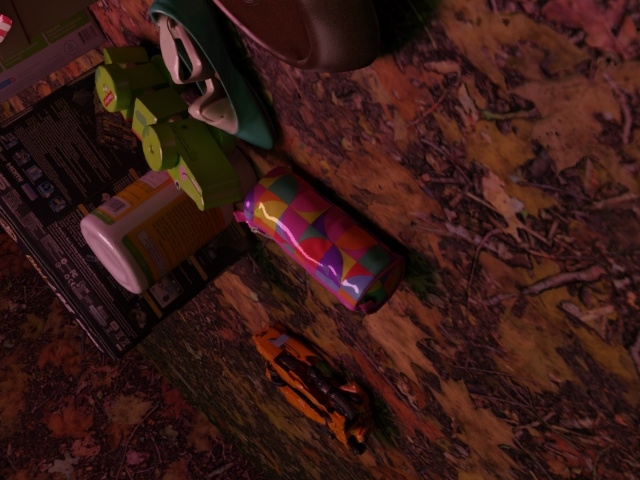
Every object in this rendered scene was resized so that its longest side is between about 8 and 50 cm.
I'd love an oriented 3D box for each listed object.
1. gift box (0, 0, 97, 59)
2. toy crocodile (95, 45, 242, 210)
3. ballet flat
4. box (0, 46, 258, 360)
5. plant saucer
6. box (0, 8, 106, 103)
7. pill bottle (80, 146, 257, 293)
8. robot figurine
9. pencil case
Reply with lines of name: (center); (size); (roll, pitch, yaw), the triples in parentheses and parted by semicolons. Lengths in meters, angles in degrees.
gift box: (-0.404, -0.397, 0.927); (0.276, 0.258, 0.255); (35, 152, 33)
toy crocodile: (-0.221, -0.166, 1.074); (0.340, 0.115, 0.105); (50, 143, 24)
ballet flat: (-0.144, -0.205, 0.966); (0.083, 0.087, 0.247); (16, 140, 52)
box: (-0.329, -0.059, 1.217); (0.097, 0.318, 0.394); (2, 129, 59)
plant saucer: (-0.072, -0.264, 0.696); (0.310, 0.050, 0.310); (44, 172, 8)
box: (-0.519, -0.350, 1.191); (0.127, 0.262, 0.231); (13, 138, 54)
pill bottle: (-0.217, -0.045, 1.130); (0.136, 0.246, 0.136); (40, 154, 23)
robot figurine: (-0.007, 0.281, 1.446); (0.291, 0.085, 0.211); (33, 152, 34)
pencil case: (0.000, 0.000, 1.006); (0.236, 0.104, 0.104); (37, 153, 25)
